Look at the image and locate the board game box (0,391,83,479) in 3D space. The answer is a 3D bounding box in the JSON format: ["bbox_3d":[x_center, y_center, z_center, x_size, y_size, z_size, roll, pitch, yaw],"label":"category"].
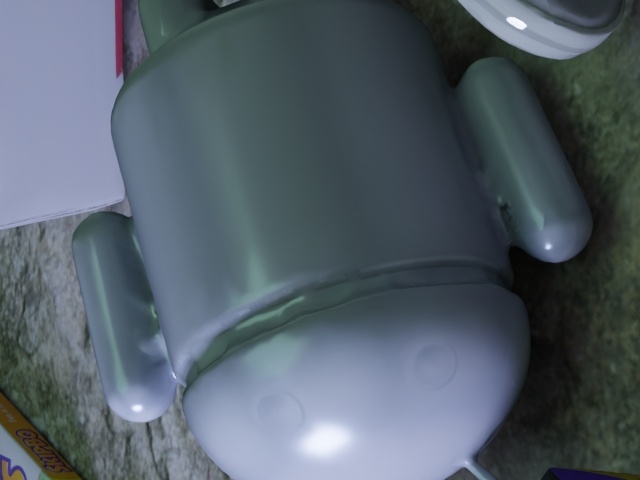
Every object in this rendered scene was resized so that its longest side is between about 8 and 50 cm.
[{"bbox_3d":[-0.261,0.201,1.433,0.259,0.039,0.124,35,116,41],"label":"board game box"}]

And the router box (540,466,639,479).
[{"bbox_3d":[0.117,0.305,0.883,0.243,0.081,0.309,-109,36,-45],"label":"router box"}]

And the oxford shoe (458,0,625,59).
[{"bbox_3d":[0.101,-0.317,0.937,0.130,0.169,0.449,-22,68,45],"label":"oxford shoe"}]

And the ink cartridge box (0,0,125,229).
[{"bbox_3d":[-0.284,-0.159,1.366,0.306,0.131,0.226,25,121,48],"label":"ink cartridge box"}]

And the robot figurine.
[{"bbox_3d":[0.000,0.000,1.009,0.300,0.200,0.353,-22,69,16],"label":"robot figurine"}]
